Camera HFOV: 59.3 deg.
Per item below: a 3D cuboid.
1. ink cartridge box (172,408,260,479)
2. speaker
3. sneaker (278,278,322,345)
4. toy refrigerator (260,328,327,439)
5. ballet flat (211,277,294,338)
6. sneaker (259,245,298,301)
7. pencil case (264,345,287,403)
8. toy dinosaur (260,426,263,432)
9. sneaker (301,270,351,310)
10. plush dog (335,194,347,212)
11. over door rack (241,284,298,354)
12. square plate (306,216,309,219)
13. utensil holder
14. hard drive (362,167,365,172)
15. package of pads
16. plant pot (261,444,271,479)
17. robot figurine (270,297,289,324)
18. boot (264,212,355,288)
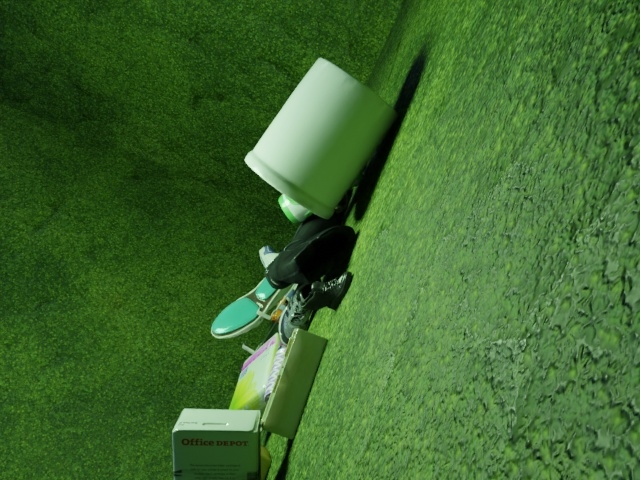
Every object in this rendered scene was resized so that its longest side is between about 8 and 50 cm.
[{"bbox_3d":[-0.258,0.587,1.439,0.121,0.211,0.288,-93,5,-79],"label":"ink cartridge box"},{"bbox_3d":[0.003,-0.182,1.976,0.297,0.131,0.131,-32,14,11],"label":"speaker"},{"bbox_3d":[-0.068,0.233,1.912,0.153,0.101,0.268,126,167,-81],"label":"sneaker"},{"bbox_3d":[-0.075,0.373,1.493,0.102,0.094,0.269,134,157,-78],"label":"toy refrigerator"},{"bbox_3d":[-0.239,0.255,2.173,0.400,0.139,0.139,-43,-3,-18],"label":"ballet flat"},{"bbox_3d":[-0.124,0.123,2.456,0.182,0.127,0.315,-37,49,-1],"label":"sneaker"},{"bbox_3d":[-0.118,0.435,1.796,0.088,0.086,0.206,-32,26,29],"label":"pencil case"},{"bbox_3d":[-0.197,0.603,2.057,0.118,0.064,0.268,63,-134,-77],"label":"toy dinosaur"},{"bbox_3d":[0.016,0.134,1.506,0.051,0.089,0.170,-75,7,-48],"label":"sneaker"},{"bbox_3d":[0.028,-0.185,2.273,0.225,0.211,0.262,80,-160,-49],"label":"plush dog"},{"bbox_3d":[-0.138,0.286,2.143,0.324,0.108,0.239,-37,-21,-48],"label":"over door rack"},{"bbox_3d":[-0.048,-0.117,2.233,0.049,0.347,0.344,-27,3,0],"label":"square plate"},{"bbox_3d":[0.009,-0.312,1.738,0.385,0.328,0.327,-53,8,9],"label":"utensil holder"},{"bbox_3d":[0.161,-0.305,2.103,0.094,0.022,0.135,122,168,-66],"label":"hard drive"},{"bbox_3d":[-0.197,0.486,1.963,0.229,0.101,0.296,-43,18,27],"label":"package of pads"},{"bbox_3d":[-0.261,0.684,1.687,0.212,0.187,0.212,135,154,-78],"label":"plant pot"},{"bbox_3d":[-0.153,0.262,2.726,0.211,0.085,0.290,100,-170,-71],"label":"robot figurine"},{"bbox_3d":[-0.001,0.002,1.826,0.367,0.146,0.445,-52,5,-18],"label":"boot"}]
